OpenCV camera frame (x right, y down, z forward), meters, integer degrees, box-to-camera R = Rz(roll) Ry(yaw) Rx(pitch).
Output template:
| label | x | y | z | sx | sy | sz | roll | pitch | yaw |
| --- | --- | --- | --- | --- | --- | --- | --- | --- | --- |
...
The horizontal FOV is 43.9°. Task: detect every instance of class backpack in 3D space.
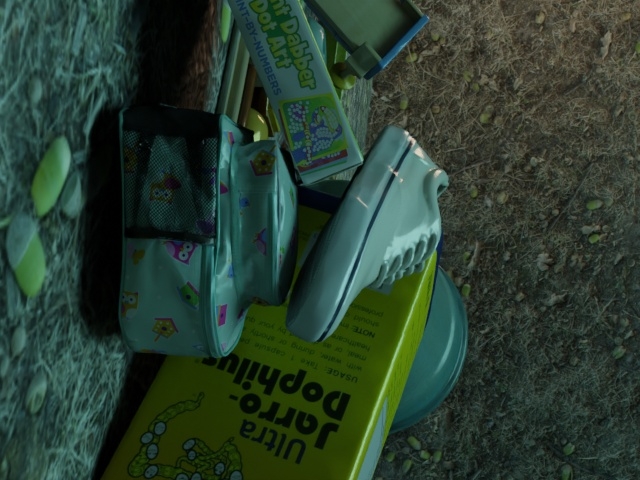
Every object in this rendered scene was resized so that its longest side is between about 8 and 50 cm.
| label | x | y | z | sx | sy | sz | roll | pitch | yaw |
| --- | --- | --- | --- | --- | --- | --- | --- | --- | --- |
| backpack | -0.089 | -0.001 | 0.622 | 0.166 | 0.144 | 0.188 | -60 | 161 | -88 |

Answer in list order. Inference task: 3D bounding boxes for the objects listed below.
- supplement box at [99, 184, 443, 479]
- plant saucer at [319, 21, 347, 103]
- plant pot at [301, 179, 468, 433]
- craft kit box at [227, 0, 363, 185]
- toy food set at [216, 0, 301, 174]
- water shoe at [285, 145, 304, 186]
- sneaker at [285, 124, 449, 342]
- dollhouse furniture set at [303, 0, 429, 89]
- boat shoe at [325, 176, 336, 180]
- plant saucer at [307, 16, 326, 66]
| label | x | y | z | sx | sy | sz | roll | pitch | yaw |
| --- | --- | --- | --- | --- | --- | --- | --- | --- | --- |
| supplement box | -0.031 | 0.149 | 0.764 | 0.194 | 0.195 | 0.356 | 87 | 23 | -56 |
| plant saucer | 0.019 | -0.356 | 1.597 | 0.188 | 0.045 | 0.188 | -5 | 102 | -83 |
| plant pot | 0.039 | 0.094 | 1.171 | 0.334 | 0.341 | 0.341 | 60 | 36 | -65 |
| craft kit box | -0.034 | -0.171 | 0.707 | 0.246 | 0.061 | 0.250 | -116 | -176 | -87 |
| toy food set | -0.055 | -0.136 | 0.971 | 0.220 | 0.092 | 0.306 | 76 | 22 | -72 |
| water shoe | -0.044 | -0.112 | 1.301 | 0.080 | 0.073 | 0.203 | -57 | 177 | 7 |
| sneaker | 0.053 | -0.006 | 0.658 | 0.094 | 0.091 | 0.258 | -57 | -177 | 46 |
| dollhouse furniture set | 0.016 | -0.406 | 1.256 | 0.303 | 0.286 | 0.198 | -52 | -167 | -29 |
| boat shoe | 0.023 | -0.196 | 1.800 | 0.050 | 0.045 | 0.135 | -60 | 156 | -74 |
| plant saucer | -0.004 | -0.239 | 1.068 | 0.119 | 0.021 | 0.119 | -1 | 90 | -87 |
